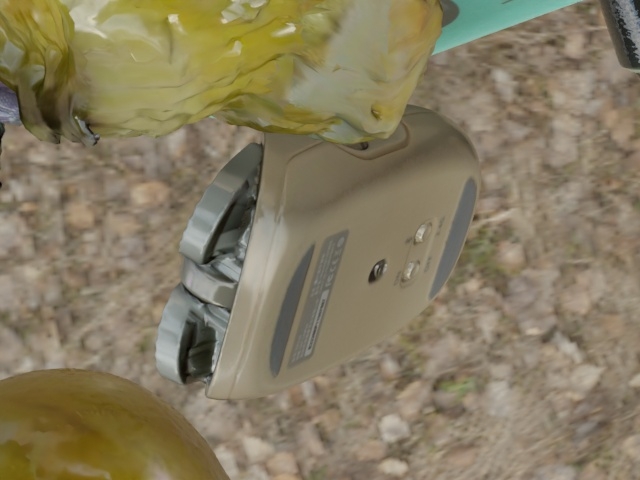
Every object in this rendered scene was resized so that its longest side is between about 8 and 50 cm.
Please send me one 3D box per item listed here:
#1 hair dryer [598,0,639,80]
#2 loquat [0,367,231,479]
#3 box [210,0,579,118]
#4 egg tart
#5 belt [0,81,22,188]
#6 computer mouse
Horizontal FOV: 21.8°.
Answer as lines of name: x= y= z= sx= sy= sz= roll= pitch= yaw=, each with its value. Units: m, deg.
hair dryer: x=0.226 y=-0.144 z=1.031 sx=0.078 sy=0.248 sz=0.195 roll=-20 pitch=107 yaw=5
loquat: x=-0.182 y=0.265 z=1.321 sx=0.359 sy=0.328 sz=0.328 roll=4 pitch=98 yaw=-8
box: x=-0.014 y=-0.177 z=1.038 sx=0.311 sy=0.205 sz=0.118 roll=-16 pitch=72 yaw=37
egg tart: x=-0.096 y=-0.156 z=0.610 sx=0.345 sy=0.132 sz=0.345 roll=47 pitch=160 yaw=23
belt: x=-0.305 y=-0.063 z=0.984 sx=0.295 sy=0.160 sz=0.207 roll=26 pitch=103 yaw=58
computer mouse: x=0.000 y=0.000 z=0.888 sx=0.082 sy=0.236 sz=0.145 roll=30 pitch=121 yaw=26
